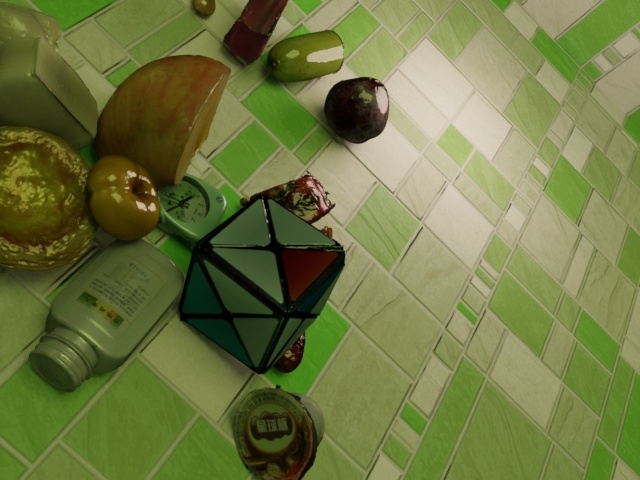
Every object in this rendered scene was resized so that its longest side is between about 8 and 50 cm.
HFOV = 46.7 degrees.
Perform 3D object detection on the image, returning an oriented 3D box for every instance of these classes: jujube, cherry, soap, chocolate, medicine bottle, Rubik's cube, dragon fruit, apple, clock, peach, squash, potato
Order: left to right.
[{"bbox_3d":[-0.426,0.146,1.474,0.179,0.124,0.324,38,47,-4],"label":"medicine bottle"},{"bbox_3d":[-0.399,-0.087,1.500,0.179,0.103,0.179,57,21,-36],"label":"peach"},{"bbox_3d":[-0.349,-0.265,1.671,0.309,0.313,0.252,-65,139,-53],"label":"apple"},{"bbox_3d":[-0.327,-0.086,1.712,0.210,0.066,0.159,34,50,-15],"label":"clock"},{"bbox_3d":[-0.322,-0.663,2.049,0.068,0.062,0.083,6,89,-63],"label":"potato"},{"bbox_3d":[-0.165,-0.625,2.061,0.112,0.182,0.289,32,56,-14],"label":"soap"},{"bbox_3d":[-0.125,0.092,1.593,0.248,0.246,0.250,35,47,12],"label":"Rubik's cube"},{"bbox_3d":[-0.082,-0.086,1.808,0.147,0.211,0.282,58,22,-2],"label":"dragon fruit"},{"bbox_3d":[-0.072,0.244,1.704,0.077,0.077,0.129,35,39,-14],"label":"jujube"},{"bbox_3d":[-0.061,0.402,1.565,0.147,0.221,0.221,3,61,-56],"label":"chocolate"},{"bbox_3d":[-0.056,-0.521,2.111,0.247,0.132,0.133,-22,79,-40],"label":"squash"},{"bbox_3d":[0.110,-0.372,2.114,0.195,0.195,0.195,17,56,-27],"label":"cherry"}]

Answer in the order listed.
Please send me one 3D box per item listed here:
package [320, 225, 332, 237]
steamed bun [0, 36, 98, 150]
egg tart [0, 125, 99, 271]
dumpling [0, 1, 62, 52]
[{"bbox_3d":[0.001,0.000,1.917,0.110,0.033,0.077,3,53,-39],"label":"package"},{"bbox_3d":[-0.594,-0.294,1.553,0.242,0.164,0.146,56,23,-52],"label":"steamed bun"},{"bbox_3d":[-0.592,-0.073,1.479,0.318,0.128,0.319,15,58,-26],"label":"egg tart"},{"bbox_3d":[-0.696,-0.426,1.615,0.252,0.131,0.180,2,86,-22],"label":"dumpling"}]
